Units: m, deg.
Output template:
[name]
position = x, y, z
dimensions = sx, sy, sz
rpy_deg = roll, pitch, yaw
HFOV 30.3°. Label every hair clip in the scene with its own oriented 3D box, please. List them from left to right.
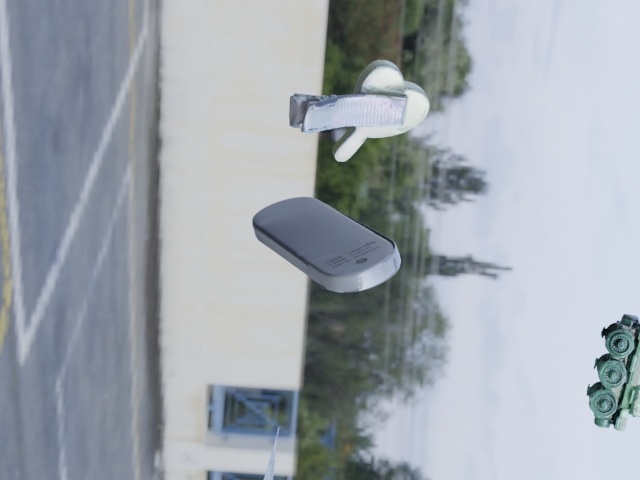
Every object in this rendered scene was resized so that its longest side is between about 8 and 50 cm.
[hair clip]
position = 0.059, -0.185, 1.751
dimensions = 0.071, 0.218, 0.159
rpy_deg = -126, -143, -47

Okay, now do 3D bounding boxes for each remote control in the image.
[remote control]
position = 0.000, 0.000, 1.141
dimensions = 0.245, 0.077, 0.022
rpy_deg = 33, -36, 61

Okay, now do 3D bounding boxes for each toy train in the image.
[toy train]
position = 0.218, 0.094, 0.830
dimensions = 0.033, 0.053, 0.083
rpy_deg = -50, 153, -82

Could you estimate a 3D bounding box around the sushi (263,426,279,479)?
[sushi]
position = -0.048, 0.276, 1.002
dimensions = 0.139, 0.031, 0.201
rpy_deg = 97, 7, -49
